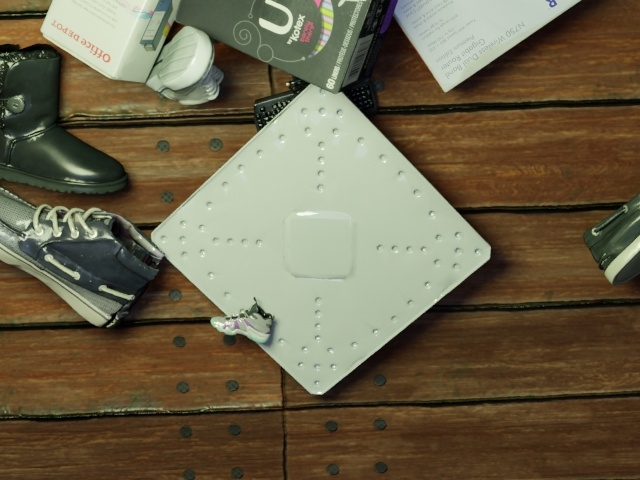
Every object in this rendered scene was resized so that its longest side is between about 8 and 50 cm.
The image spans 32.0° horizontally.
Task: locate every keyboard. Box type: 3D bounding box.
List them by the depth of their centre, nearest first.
[{"bbox_3d":[-0.013,-0.214,1.725,0.192,0.038,0.100,-16,107,3],"label":"keyboard"}]

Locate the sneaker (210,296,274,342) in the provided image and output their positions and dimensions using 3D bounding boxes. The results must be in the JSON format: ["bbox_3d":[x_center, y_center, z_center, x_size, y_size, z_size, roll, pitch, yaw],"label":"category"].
[{"bbox_3d":[-0.121,0.119,1.777,0.098,0.038,0.069,15,111,-12],"label":"sneaker"}]

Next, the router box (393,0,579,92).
[{"bbox_3d":[0.236,-0.438,1.634,0.335,0.082,0.301,-35,105,9],"label":"router box"}]

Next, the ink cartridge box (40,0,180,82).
[{"bbox_3d":[-0.290,-0.357,1.619,0.154,0.093,0.212,33,104,19],"label":"ink cartridge box"}]

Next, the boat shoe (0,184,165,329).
[{"bbox_3d":[-0.398,-0.017,1.723,0.340,0.127,0.158,38,120,-21],"label":"boat shoe"}]

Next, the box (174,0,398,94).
[{"bbox_3d":[-0.044,-0.341,1.577,0.270,0.143,0.165,26,114,13],"label":"box"}]

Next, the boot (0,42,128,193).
[{"bbox_3d":[-0.409,-0.187,1.696,0.246,0.094,0.207,10,111,2],"label":"boot"}]

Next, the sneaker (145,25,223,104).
[{"bbox_3d":[-0.180,-0.245,1.603,0.091,0.258,0.094,23,88,-19],"label":"sneaker"}]

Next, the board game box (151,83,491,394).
[{"bbox_3d":[0.000,0.000,1.765,0.390,0.050,0.390,-41,104,17],"label":"board game box"}]

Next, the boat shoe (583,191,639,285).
[{"bbox_3d":[0.546,-0.084,1.740,0.340,0.127,0.113,-50,59,20],"label":"boat shoe"}]
